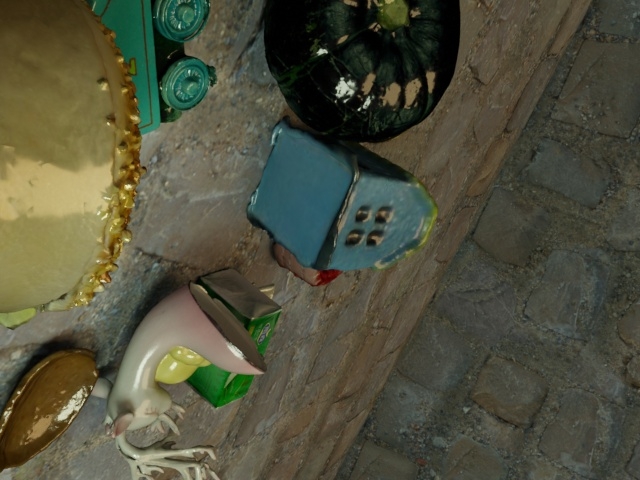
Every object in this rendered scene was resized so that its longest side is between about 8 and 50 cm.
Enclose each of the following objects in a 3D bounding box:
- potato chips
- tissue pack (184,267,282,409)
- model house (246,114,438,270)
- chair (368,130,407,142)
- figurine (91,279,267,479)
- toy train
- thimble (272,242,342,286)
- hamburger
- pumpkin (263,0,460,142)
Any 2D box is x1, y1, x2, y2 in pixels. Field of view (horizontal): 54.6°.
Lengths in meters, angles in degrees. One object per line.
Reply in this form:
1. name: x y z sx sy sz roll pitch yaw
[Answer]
1. potato chips: -0.411 0.240 0.908 0.202 0.049 0.150 -58 161 2
2. tissue pack: -0.167 0.179 1.189 0.156 0.148 0.209 -14 131 -56
3. model house: 0.056 -0.071 1.134 0.303 0.237 0.216 6 113 -46
4. chair: 0.111 -0.254 1.210 0.160 0.170 0.326 -53 150 -14
5. figurine: -0.231 0.267 1.018 0.315 0.206 0.284 -38 129 5
6. toy train: -0.211 -0.213 0.676 0.163 0.112 0.203 -33 144 -35
7. thimble: -0.004 0.005 1.329 0.189 0.125 0.163 -33 149 -45
8. hamburger: -0.267 -0.077 0.527 0.170 0.302 0.302 -4 123 -52
9. pumpkin: 0.058 -0.298 0.916 0.315 0.238 0.315 -1 92 -30
